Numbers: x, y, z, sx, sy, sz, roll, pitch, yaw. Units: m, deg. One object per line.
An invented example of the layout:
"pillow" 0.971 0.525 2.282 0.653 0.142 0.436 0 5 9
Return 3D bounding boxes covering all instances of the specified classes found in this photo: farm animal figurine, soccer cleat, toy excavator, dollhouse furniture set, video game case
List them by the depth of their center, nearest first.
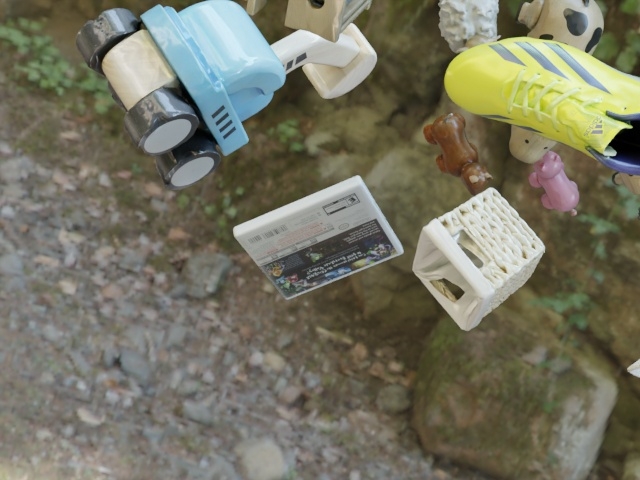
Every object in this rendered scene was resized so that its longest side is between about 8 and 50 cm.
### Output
"soccer cleat" 0.257 -0.129 1.016 0.289 0.093 0.121 18 34 14
"dollhouse furniture set" -0.033 -0.336 1.189 0.184 0.129 0.129 21 36 11
"farm animal figurine" 0.314 -0.183 1.368 0.330 0.326 0.172 1 13 -8
"video game case" 0.000 0.000 1.442 0.173 0.190 0.022 55 17 -47
"toy excavator" -0.119 -0.286 1.738 0.222 0.445 0.433 58 -2 19

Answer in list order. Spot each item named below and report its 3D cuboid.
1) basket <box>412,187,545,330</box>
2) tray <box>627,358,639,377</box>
"basket" 0.189 0.023 1.244 0.113 0.103 0.167 51 -12 15
"tray" 0.462 0.138 1.121 0.270 0.145 0.030 20 59 -41
